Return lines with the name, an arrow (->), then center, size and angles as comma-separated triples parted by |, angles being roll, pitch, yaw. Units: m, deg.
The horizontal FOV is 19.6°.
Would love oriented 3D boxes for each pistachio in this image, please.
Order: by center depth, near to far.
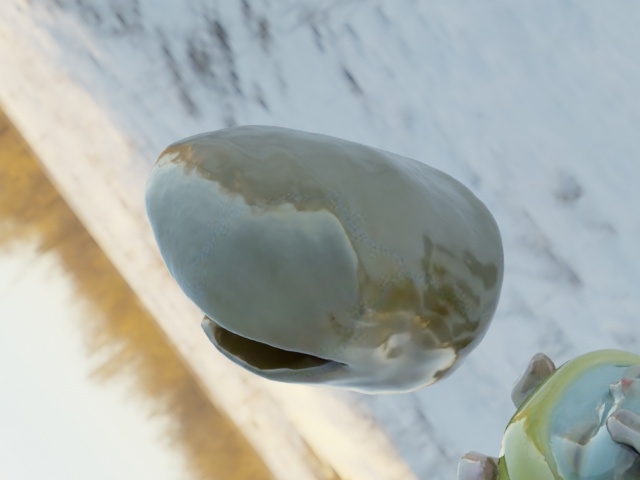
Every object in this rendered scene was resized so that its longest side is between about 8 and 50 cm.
pistachio -> 0.000, 0.000, 1.230 | 0.288, 0.197, 0.166 | 33, 152, 45

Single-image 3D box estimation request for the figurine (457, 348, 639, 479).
figurine -> 0.100, 0.113, 0.556 | 0.155, 0.127, 0.235 | 52, 145, -12
